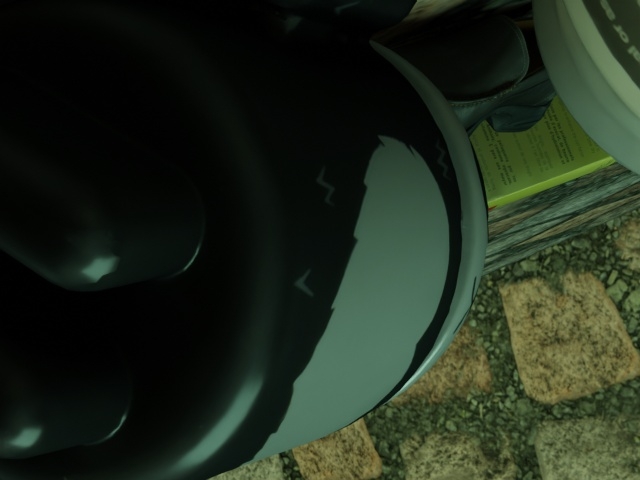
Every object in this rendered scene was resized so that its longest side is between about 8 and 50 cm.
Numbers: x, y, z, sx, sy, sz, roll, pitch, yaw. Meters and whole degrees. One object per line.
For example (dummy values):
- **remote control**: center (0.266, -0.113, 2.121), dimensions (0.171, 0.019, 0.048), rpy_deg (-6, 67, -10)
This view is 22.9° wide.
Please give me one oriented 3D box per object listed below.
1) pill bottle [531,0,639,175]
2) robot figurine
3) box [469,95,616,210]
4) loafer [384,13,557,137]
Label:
- **pill bottle**: center (0.155, -0.103, 0.372), dimensions (0.176, 0.176, 0.318), rpy_deg (-20, 173, -11)
- **robot figurine**: center (-0.045, 0.000, 0.571), dimensions (0.209, 0.173, 0.278), rpy_deg (-25, 172, 26)
- **box**: center (0.062, -0.048, 0.909), dimensions (0.232, 0.087, 0.058), rpy_deg (-21, 174, -10)
- **loafer**: center (0.075, -0.090, 0.790), dimensions (0.061, 0.062, 0.170), rpy_deg (-51, 162, 29)
